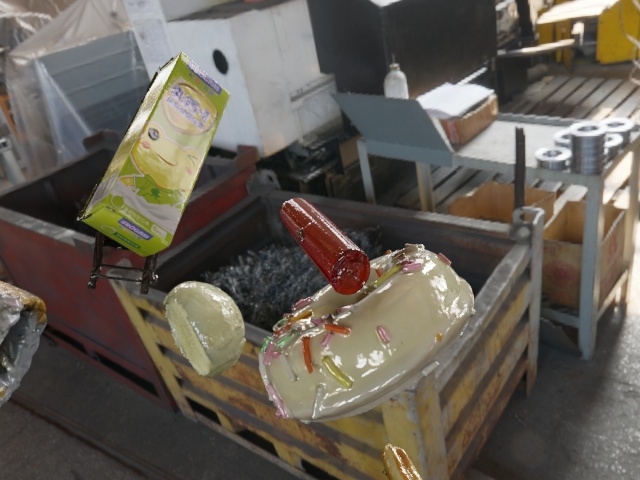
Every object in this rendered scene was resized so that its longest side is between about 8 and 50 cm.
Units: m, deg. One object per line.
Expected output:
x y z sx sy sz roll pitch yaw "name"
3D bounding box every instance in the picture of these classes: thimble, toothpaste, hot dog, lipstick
-0.413 0.118 0.659 0.118 0.127 0.151 19 75 1 "thimble"
-0.242 -0.137 0.853 0.077 0.110 0.327 -20 45 40 "toothpaste"
0.217 0.612 1.391 0.072 0.109 0.269 -48 30 7 "hot dog"
0.001 -0.001 0.905 0.073 0.073 0.280 -20 25 -11 "lipstick"

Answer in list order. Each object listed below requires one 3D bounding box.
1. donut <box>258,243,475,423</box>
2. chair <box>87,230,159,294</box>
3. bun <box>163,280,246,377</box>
0.063 0.141 0.916 0.382 0.142 0.382 -31 5 3 "donut"
-0.333 -0.027 0.971 0.106 0.229 0.113 9 -21 -24 "chair"
-0.282 0.212 1.415 0.152 0.259 0.259 -24 31 -28 "bun"
